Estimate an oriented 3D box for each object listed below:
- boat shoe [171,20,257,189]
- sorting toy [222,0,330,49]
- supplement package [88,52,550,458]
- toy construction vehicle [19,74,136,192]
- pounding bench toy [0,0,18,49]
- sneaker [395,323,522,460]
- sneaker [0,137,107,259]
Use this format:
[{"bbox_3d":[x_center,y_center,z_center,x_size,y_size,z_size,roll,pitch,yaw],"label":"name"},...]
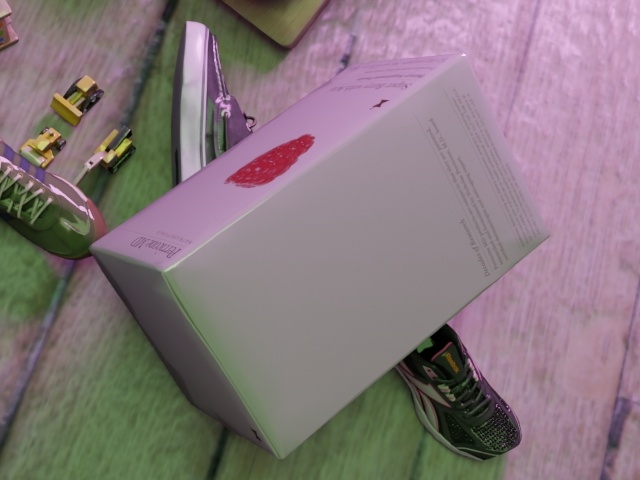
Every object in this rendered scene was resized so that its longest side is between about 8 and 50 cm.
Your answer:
[{"bbox_3d":[-0.092,-0.085,0.938,0.076,0.080,0.228,1,74,-16],"label":"boat shoe"},{"bbox_3d":[-0.056,-0.359,0.967,0.255,0.089,0.257,38,95,3],"label":"sorting toy"},{"bbox_3d":[0.000,0.000,0.839,0.293,0.177,0.175,-38,112,-21],"label":"supplement package"},{"bbox_3d":[-0.216,-0.095,0.940,0.086,0.035,0.098,41,71,4],"label":"toy construction vehicle"},{"bbox_3d":[-0.319,-0.216,0.943,0.052,0.065,0.083,-31,80,-17],"label":"pounding bench toy"},{"bbox_3d":[0.107,0.118,0.909,0.178,0.077,0.072,45,73,5],"label":"sneaker"},{"bbox_3d":[-0.274,-0.048,0.881,0.192,0.086,0.064,40,100,6],"label":"sneaker"}]
